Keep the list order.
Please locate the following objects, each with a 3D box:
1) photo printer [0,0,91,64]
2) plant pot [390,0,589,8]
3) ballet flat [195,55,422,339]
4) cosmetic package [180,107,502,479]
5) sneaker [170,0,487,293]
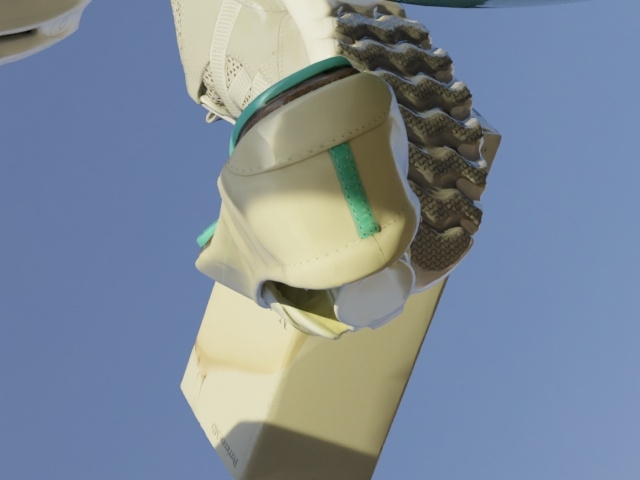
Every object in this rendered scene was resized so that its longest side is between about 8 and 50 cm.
[{"bbox_3d":[-0.316,-0.231,1.339,0.256,0.307,0.107,-12,-37,-48],"label":"photo printer"},{"bbox_3d":[0.035,-0.214,0.820,0.290,0.195,0.290,-22,-90,-81],"label":"plant pot"},{"bbox_3d":[0.000,0.000,0.737,0.248,0.086,0.086,98,-177,-84],"label":"ballet flat"},{"bbox_3d":[0.009,0.021,1.488,0.113,0.160,0.309,11,-70,-27],"label":"cosmetic package"},{"bbox_3d":[-0.008,-0.081,1.006,0.105,0.115,0.281,10,-134,-44],"label":"sneaker"}]
